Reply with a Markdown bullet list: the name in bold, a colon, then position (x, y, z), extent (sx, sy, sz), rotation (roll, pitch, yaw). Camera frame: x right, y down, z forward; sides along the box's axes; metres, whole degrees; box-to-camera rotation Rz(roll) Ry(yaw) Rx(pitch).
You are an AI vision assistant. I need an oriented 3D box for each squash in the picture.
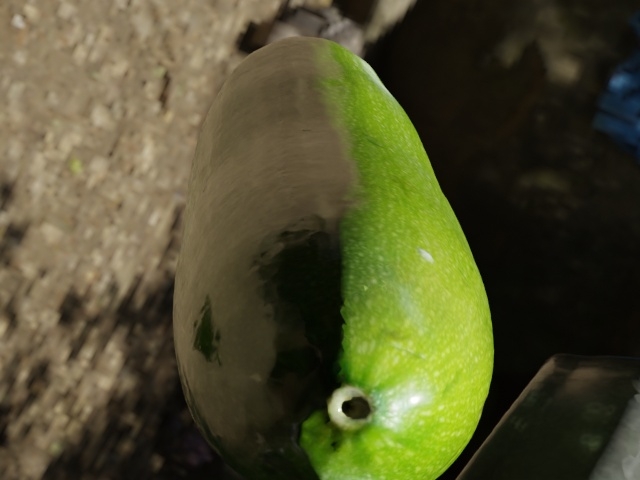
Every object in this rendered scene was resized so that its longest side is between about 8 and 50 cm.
- **squash**: position (0.000, 0.002, 0.482), extent (0.292, 0.082, 0.082), rotation (-100, -151, -72)

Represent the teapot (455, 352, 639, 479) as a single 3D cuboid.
- **teapot**: position (0.163, 0.244, 0.702), extent (0.300, 0.344, 0.253), rotation (-47, 168, -31)
